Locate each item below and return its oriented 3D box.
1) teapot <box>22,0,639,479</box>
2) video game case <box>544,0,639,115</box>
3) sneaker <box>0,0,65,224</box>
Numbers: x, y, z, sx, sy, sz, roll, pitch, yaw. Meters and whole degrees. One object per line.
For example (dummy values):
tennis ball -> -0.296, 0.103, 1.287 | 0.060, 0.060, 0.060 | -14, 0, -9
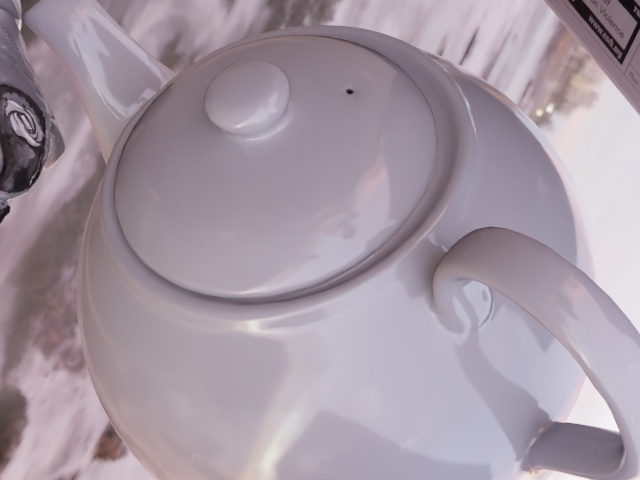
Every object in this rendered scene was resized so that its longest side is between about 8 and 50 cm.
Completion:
teapot -> 0.000, 0.000, 0.502 | 0.187, 0.255, 0.253 | 68, 17, -51
video game case -> 0.193, -0.105, 0.417 | 0.036, 0.329, 0.300 | -27, 158, -17
sneaker -> -0.182, -0.047, 0.454 | 0.086, 0.132, 0.228 | -34, 171, 33
